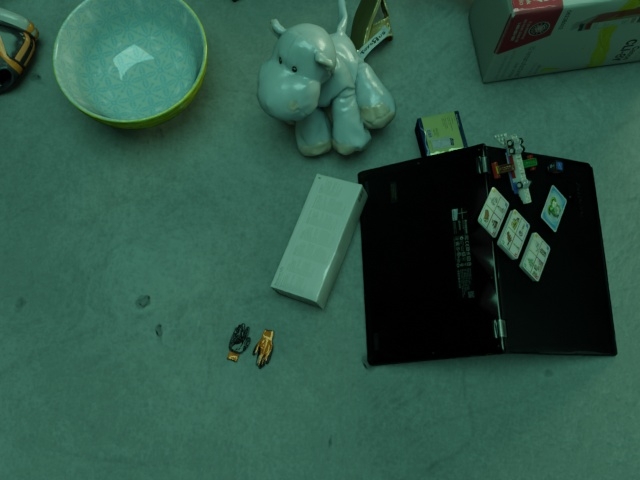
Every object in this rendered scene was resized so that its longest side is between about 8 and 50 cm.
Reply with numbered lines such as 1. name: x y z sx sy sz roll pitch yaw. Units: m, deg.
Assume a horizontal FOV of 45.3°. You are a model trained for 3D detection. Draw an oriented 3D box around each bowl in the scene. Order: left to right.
1. bowl: -0.354 -0.331 1.497 0.289 0.156 0.290 0 74 1

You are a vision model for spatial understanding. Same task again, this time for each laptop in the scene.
1. laptop: 0.310 0.039 1.459 0.407 0.236 0.382 -10 72 28

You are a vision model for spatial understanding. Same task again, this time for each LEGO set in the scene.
1. LEGO set: 0.360 -0.074 1.378 0.182 0.060 0.244 41 62 -26

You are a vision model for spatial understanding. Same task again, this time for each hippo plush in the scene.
1. hippo plush: 0.014 -0.291 1.400 0.234 0.236 0.294 37 102 15

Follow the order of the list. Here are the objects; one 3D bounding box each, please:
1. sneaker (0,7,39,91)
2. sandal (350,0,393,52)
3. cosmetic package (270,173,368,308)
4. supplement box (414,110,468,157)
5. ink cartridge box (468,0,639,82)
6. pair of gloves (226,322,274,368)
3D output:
1. sneaker: -0.747 -0.396 1.538 0.321 0.124 0.180 15 75 5
2. sandal: 0.108 -0.415 1.567 0.079 0.088 0.240 23 82 -25
3. cosmetic package: 0.000 0.000 1.444 0.098 0.060 0.239 17 76 21
4. supplement box: 0.236 -0.200 1.503 0.083 0.056 0.083 -11 75 -2
5. ink cartridge box: 0.504 -0.450 1.450 0.384 0.279 0.161 -9 76 -1
6. pair of gloves: -0.129 0.196 1.428 0.083 0.010 0.074 13 77 7
